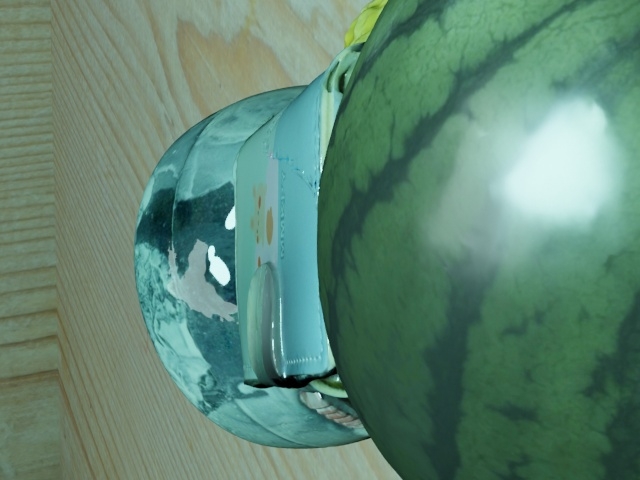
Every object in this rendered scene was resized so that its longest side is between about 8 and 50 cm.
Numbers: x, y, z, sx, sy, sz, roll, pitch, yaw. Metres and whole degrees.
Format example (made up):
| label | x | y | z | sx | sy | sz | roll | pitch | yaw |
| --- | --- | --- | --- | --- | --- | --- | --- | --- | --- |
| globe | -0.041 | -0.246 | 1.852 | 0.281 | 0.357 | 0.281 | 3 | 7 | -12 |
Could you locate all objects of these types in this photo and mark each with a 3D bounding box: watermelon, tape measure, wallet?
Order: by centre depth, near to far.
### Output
| label | x | y | z | sx | sy | sz | roll | pitch | yaw |
| --- | --- | --- | --- | --- | --- | --- | --- | --- | --- |
| watermelon | 0.138 | 0.001 | 0.664 | 0.359 | 0.279 | 0.279 | 94 | 160 | -48 |
| wallet | 0.000 | 0.000 | 0.902 | 0.250 | 0.075 | 0.176 | 158 | 110 | -76 |
| tape measure | 0.004 | 0.018 | 1.145 | 0.147 | 0.275 | 0.256 | -17 | 74 | 41 |

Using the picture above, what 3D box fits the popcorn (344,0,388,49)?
| label | x | y | z | sx | sy | sz | roll | pitch | yaw |
| --- | --- | --- | --- | --- | --- | --- | --- | --- | --- |
| popcorn | 0.094 | -0.082 | 0.989 | 0.195 | 0.168 | 0.173 | 95 | -174 | -72 |
